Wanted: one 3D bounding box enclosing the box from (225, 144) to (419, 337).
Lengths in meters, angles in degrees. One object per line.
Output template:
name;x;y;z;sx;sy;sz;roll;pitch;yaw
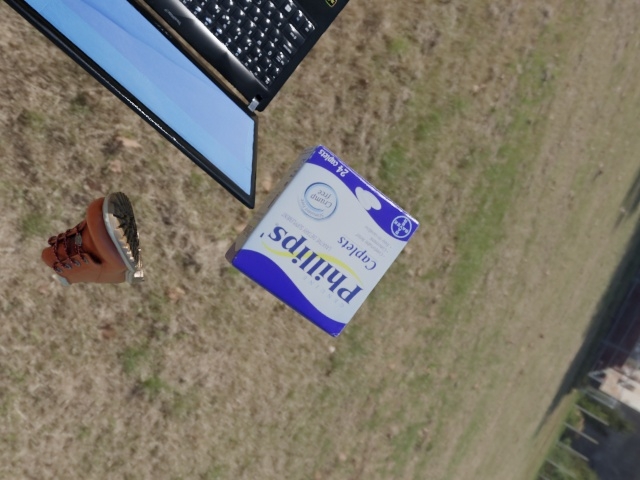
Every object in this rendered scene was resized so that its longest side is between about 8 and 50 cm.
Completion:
box;0.000;0.000;0.583;0.137;0.126;0.072;-54;-166;-3

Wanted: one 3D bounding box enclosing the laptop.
laptop;-0.083;-0.205;0.481;0.234;0.137;0.264;42;78;-30

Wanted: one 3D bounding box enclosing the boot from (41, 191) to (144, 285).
boot;-0.197;0.007;0.522;0.085;0.059;0.158;-5;161;-17
